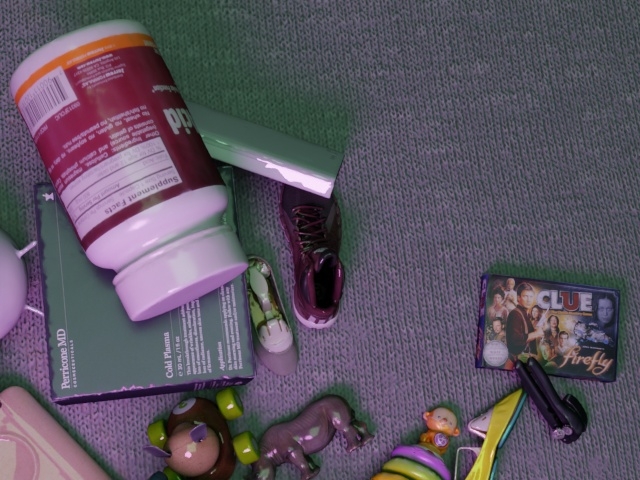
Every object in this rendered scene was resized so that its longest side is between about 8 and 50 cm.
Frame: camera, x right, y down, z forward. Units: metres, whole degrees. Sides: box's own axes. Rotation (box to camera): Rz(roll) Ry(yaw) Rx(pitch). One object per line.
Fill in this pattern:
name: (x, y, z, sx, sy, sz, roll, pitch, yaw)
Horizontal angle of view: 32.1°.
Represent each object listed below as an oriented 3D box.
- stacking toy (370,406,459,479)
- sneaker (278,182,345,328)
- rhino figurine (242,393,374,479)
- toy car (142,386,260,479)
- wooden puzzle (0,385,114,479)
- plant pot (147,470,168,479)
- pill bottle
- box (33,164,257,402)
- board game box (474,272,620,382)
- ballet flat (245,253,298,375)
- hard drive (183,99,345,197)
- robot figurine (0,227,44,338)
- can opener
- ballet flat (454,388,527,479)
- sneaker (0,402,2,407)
stacking toy: (0.152, 0.400, 1.820, 0.175, 0.166, 0.302, 28, 63, 7)
sneaker: (0.000, 0.000, 1.843, 0.106, 0.162, 0.281, -7, 81, -10)
rhino figurine: (-0.039, 0.341, 1.824, 0.243, 0.073, 0.106, -30, 76, -10)
toy car: (-0.203, 0.307, 1.722, 0.155, 0.188, 0.149, -26, 72, 6)
wooden puzzle: (-0.496, 0.455, 1.740, 0.322, 0.080, 0.348, 46, 73, 1)
plant pot: (-0.141, 0.554, 1.607, 0.334, 0.341, 0.341, 19, 78, 6)
pill bottle: (-0.270, -0.098, 1.610, 0.224, 0.224, 0.392, -25, 84, -12)
box: (-0.281, 0.075, 1.781, 0.312, 0.179, 0.343, -5, 80, -10)
board game box: (0.396, 0.153, 1.936, 0.243, 0.042, 0.165, 7, 79, -7)
ballet flat: (-0.091, 0.124, 1.857, 0.072, 0.068, 0.213, -18, 83, -11)
hard drive: (-0.117, -0.157, 1.828, 0.307, 0.203, 0.040, 18, 107, 0)
robot figurine: (-0.608, 0.070, 1.716, 0.353, 0.200, 0.300, -4, 123, -3)
can opener: (0.388, 0.272, 1.894, 0.186, 0.059, 0.073, 49, 34, -16)
ballet flat: (0.275, 0.347, 1.873, 0.077, 0.077, 0.231, 20, 79, 13)
sneaker: (-0.655, 0.268, 1.687, 0.343, 0.134, 0.146, -28, 89, 7)
